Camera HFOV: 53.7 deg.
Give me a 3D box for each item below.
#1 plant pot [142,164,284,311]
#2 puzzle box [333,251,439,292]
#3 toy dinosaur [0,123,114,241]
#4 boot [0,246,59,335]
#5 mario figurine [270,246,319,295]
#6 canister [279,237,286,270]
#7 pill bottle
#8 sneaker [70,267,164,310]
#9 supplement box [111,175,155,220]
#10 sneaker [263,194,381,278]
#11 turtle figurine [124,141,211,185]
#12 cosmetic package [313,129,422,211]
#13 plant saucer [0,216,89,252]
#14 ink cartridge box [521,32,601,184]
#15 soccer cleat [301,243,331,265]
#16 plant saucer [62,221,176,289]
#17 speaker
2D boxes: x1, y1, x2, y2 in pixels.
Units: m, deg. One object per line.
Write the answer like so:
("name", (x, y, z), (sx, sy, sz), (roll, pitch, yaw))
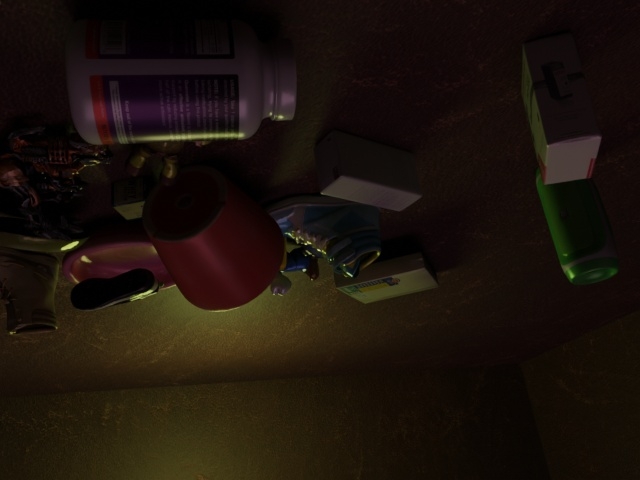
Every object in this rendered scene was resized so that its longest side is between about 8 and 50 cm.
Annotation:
("plant pot", (-0.243, -0.019, 1.380), (0.274, 0.275, 0.243), (-14, 145, 11))
("puzzle box", (0.223, 0.126, 2.007), (0.272, 0.052, 0.409), (-14, 165, 13))
("toy dinosaur", (-0.544, -0.129, 1.197), (0.321, 0.164, 0.218), (4, 145, 17))
("boot", (-0.774, 0.126, 1.555), (0.095, 0.204, 0.262), (-27, 152, 34))
("mario figurine", (-0.170, 0.101, 1.754), (0.320, 0.170, 0.198), (-5, 158, -11))
("canister", (-0.175, 0.018, 1.617), (0.169, 0.126, 0.073), (2, 173, -27))
("pill bottle", (-0.204, -0.240, 0.958), (0.322, 0.182, 0.181), (-3, 156, -11))
("sneaker", (-0.516, 0.138, 1.614), (0.234, 0.084, 0.097), (-12, 157, 6))
("supplement box", (-0.400, -0.091, 1.381), (0.083, 0.056, 0.083), (-11, 156, 5))
("sneaker", (0.000, 0.000, 1.532), (0.318, 0.208, 0.127), (-9, 157, 3))
("turtle figurine", (-0.280, -0.182, 1.178), (0.269, 0.087, 0.217), (2, 154, -23))
("cosmetic package", (0.103, -0.145, 1.355), (0.231, 0.117, 0.085), (10, 149, -34))
("plant saucer", (-0.621, -0.011, 1.349), (0.240, 0.037, 0.241), (10, -175, -1))
("ink cartridge box", (0.427, -0.234, 1.139), (0.092, 0.218, 0.158), (-8, 157, 13))
("soccer cleat", (0.061, 0.014, 1.731), (0.121, 0.093, 0.289), (-36, 148, 26))
("plant saucer", (-0.482, 0.042, 1.619), (0.332, 0.084, 0.332), (-8, 157, -3))
("speaker", (0.610, -0.051, 1.509), (0.131, 0.297, 0.131), (-7, 156, -3))
